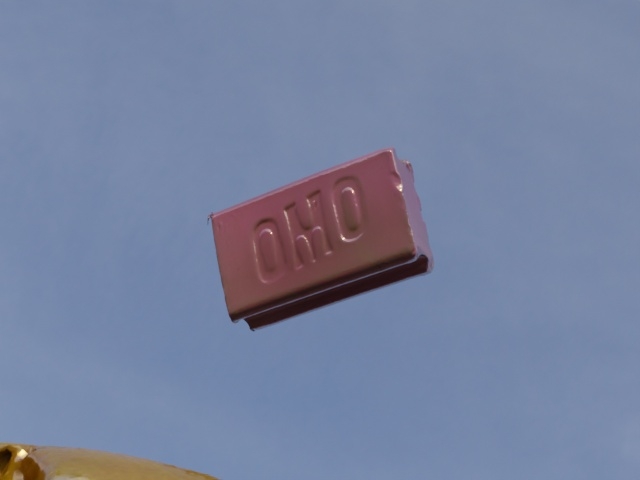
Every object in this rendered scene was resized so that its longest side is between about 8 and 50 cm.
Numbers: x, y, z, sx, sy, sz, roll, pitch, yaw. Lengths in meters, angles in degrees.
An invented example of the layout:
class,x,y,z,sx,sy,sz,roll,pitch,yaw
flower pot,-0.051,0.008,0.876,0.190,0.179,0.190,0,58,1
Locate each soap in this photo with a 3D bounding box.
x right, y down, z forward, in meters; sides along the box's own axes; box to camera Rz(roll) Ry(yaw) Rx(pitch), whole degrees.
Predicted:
class,x,y,z,sx,sy,sz,roll,pitch,yaw
soap,0.000,0.000,1.209,0.203,0.065,0.122,-21,-113,18

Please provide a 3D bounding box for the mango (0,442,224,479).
class,x,y,z,sx,sy,sz,roll,pitch,yaw
mango,-0.099,0.172,0.610,0.262,0.130,0.167,28,-31,-14
